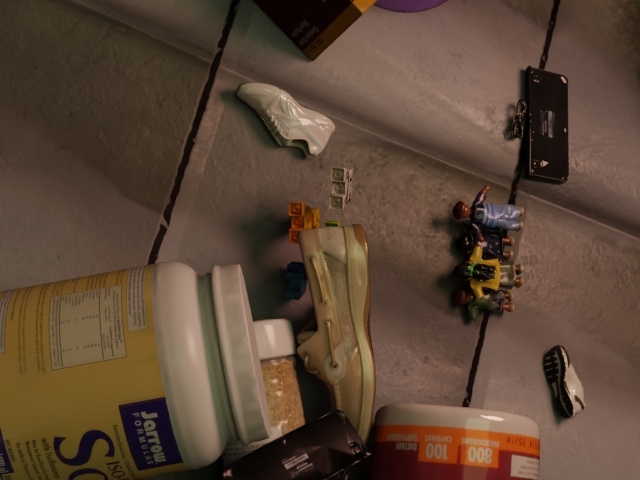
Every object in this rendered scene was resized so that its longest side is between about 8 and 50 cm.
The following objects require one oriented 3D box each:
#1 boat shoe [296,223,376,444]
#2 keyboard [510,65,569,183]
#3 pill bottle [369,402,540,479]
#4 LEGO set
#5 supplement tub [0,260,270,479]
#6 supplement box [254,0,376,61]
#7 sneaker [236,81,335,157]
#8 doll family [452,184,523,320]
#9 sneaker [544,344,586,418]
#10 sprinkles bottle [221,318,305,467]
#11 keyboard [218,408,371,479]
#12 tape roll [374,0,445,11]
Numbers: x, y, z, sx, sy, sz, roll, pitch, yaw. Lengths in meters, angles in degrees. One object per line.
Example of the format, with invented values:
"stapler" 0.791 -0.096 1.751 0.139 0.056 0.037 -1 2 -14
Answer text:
"boat shoe" 0.016 0.130 1.413 0.098 0.109 0.302 -3 101 -6
"keyboard" 0.341 -0.183 1.699 0.108 0.023 0.180 8 76 -27
"pill bottle" 0.163 0.419 1.399 0.224 0.224 0.392 10 75 -20
"LEGO set" 0.000 0.000 1.490 0.087 0.093 0.227 6 106 13
"supplement tub" -0.236 0.155 1.234 0.331 0.241 0.241 -10 83 -2
"supplement box" -0.006 -0.387 1.506 0.194 0.191 0.129 45 67 -8
"sneaker" -0.053 -0.170 1.521 0.152 0.053 0.061 28 73 -15
"doll family" 0.239 0.018 1.594 0.111 0.076 0.193 6 72 -16
"sneaker" 0.369 0.210 1.629 0.043 0.040 0.109 -8 86 -40
"sprinkles bottle" -0.067 0.283 1.389 0.121 0.121 0.356 -7 83 -23
"keyboard" -0.028 0.287 1.328 0.192 0.038 0.100 -22 67 -31
"tape roll" 0.132 -0.490 1.638 0.274 0.090 0.275 4 79 -21
